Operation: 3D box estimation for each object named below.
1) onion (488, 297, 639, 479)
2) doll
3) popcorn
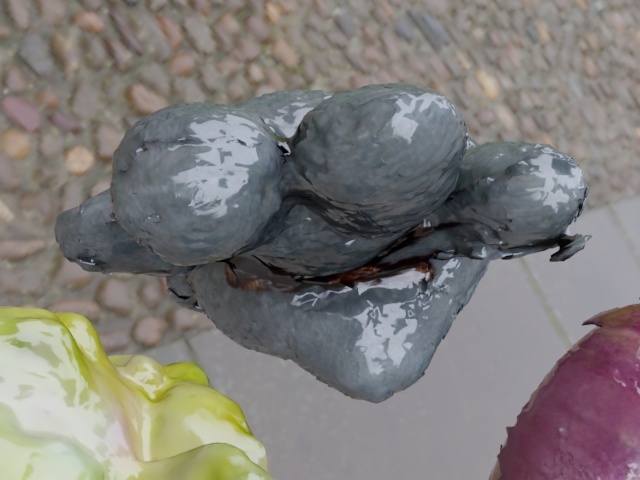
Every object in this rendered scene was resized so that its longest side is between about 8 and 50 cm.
[{"bbox_3d":[0.296,0.214,1.119,0.358,0.345,0.358,-12,109,-37],"label":"onion"},{"bbox_3d":[0.001,0.007,0.645,0.340,0.246,0.158,-30,111,-88],"label":"doll"},{"bbox_3d":[-0.071,0.090,0.357,0.126,0.126,0.145,6,33,-27],"label":"popcorn"}]
